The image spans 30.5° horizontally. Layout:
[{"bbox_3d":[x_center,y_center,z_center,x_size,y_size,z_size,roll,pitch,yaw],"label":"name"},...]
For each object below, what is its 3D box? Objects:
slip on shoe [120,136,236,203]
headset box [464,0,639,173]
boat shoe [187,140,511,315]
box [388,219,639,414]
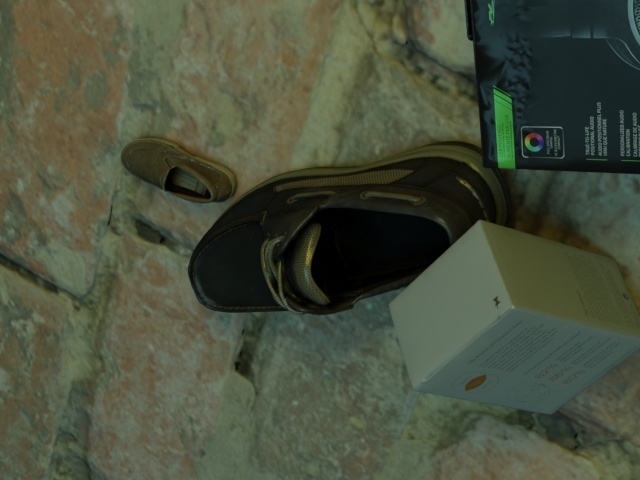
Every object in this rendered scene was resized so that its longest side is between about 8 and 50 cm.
[{"bbox_3d":[-0.153,-0.069,1.207,0.135,0.041,0.051,22,121,19],"label":"slip on shoe"},{"bbox_3d":[0.247,-0.183,0.877,0.283,0.131,0.246,5,114,28],"label":"headset box"},{"bbox_3d":[0.000,0.000,1.099,0.355,0.130,0.132,-20,101,34],"label":"boat shoe"},{"bbox_3d":[0.169,0.070,1.005,0.130,0.170,0.091,-45,44,35],"label":"box"}]
